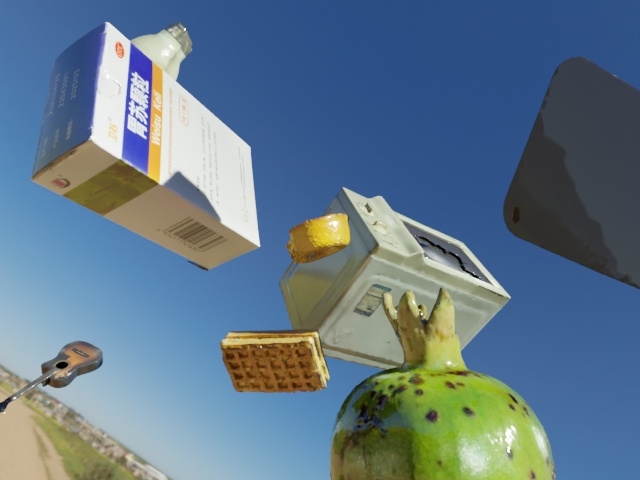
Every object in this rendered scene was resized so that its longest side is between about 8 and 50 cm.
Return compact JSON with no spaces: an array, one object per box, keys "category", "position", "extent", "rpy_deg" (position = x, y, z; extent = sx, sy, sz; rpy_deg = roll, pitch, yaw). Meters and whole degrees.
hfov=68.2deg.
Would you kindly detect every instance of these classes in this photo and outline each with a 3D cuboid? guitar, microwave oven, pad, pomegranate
[{"category":"guitar","position":[-0.530,0.270,0.913],"extent":[0.088,0.233,0.025],"rpy_deg":[20,-62,17]},{"category":"microwave oven","position":[0.135,0.093,0.948],"extent":[0.354,0.219,0.286],"rpy_deg":[20,-63,-31]},{"category":"pad","position":[0.434,-0.104,0.675],"extent":[0.375,0.315,0.063],"rpy_deg":[21,3,-18]},{"category":"pomegranate","position":[0.109,0.178,0.447],"extent":[0.210,0.263,0.211],"rpy_deg":[2,-10,0]}]

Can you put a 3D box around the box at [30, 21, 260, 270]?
[{"category":"box","position":[-0.214,-0.110,0.655],"extent":[0.106,0.200,0.299],"rpy_deg":[-22,-32,20]}]

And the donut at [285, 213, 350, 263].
[{"category":"donut","position":[0.000,0.000,0.668],"extent":[0.108,0.097,0.043],"rpy_deg":[101,-29,-76]}]

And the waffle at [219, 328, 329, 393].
[{"category":"waffle","position":[-0.067,0.179,0.701],"extent":[0.147,0.042,0.103],"rpy_deg":[-5,-59,15]}]

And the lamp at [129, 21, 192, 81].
[{"category":"lamp","position":[-0.301,-0.247,0.748],"extent":[0.101,0.250,0.101],"rpy_deg":[44,-7,7]}]
